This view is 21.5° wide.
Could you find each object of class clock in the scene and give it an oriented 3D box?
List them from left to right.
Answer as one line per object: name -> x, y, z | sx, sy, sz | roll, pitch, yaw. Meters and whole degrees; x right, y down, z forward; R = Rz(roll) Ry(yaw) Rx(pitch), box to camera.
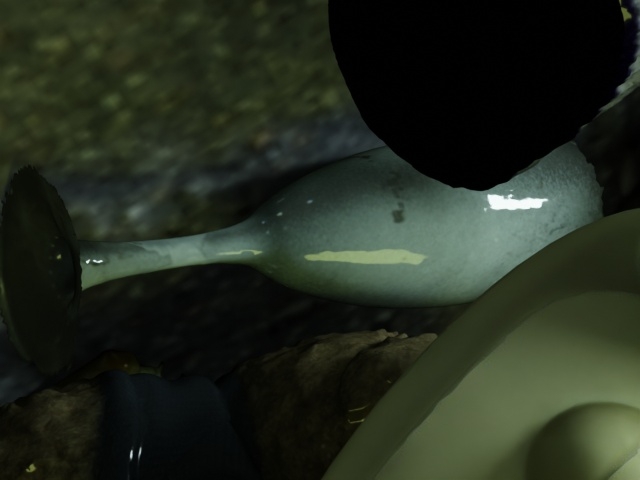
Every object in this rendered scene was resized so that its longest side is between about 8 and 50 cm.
clock -> 0.067, 0.109, 0.463 | 0.276, 0.120, 0.379 | -35, 152, -38

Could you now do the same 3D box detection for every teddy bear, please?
teddy bear -> -0.059, 0.100, 0.536 | 0.251, 0.182, 0.129 | -34, 104, -5

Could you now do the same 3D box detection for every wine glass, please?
wine glass -> 0.000, 0.000, 0.537 | 0.198, 0.066, 0.066 | -7, 136, -32

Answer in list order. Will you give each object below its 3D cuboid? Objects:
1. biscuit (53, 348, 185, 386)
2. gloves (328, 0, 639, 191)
biscuit -> -0.069, 0.124, 0.662 | 0.139, 0.016, 0.231 | -36, 142, 5
gloves -> 0.105, -0.107, 0.462 | 0.218, 0.131, 0.140 | -47, 149, -35
